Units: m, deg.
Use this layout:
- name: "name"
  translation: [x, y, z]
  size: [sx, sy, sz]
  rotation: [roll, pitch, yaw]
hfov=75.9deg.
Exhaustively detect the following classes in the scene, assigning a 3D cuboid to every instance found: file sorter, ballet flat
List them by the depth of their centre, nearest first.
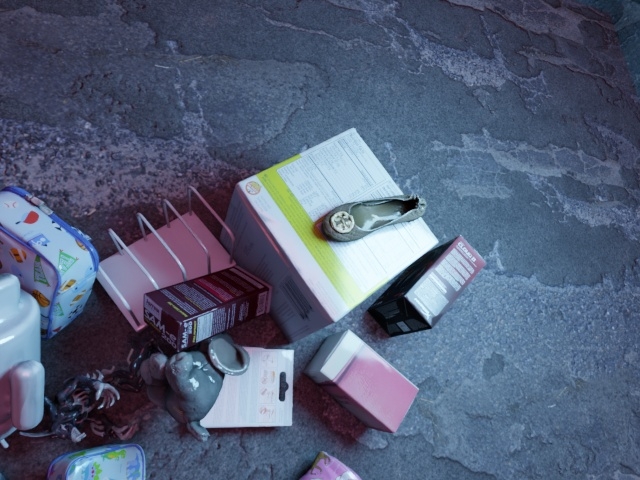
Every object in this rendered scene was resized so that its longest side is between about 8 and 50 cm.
- name: "ballet flat"
  translation: [0.120, -0.055, 0.847]
  size: [0.250, 0.058, 0.084]
  rotation: [-12, 75, -25]
- name: "file sorter"
  translation: [-0.361, 0.034, 0.942]
  size: [0.278, 0.173, 0.193]
  rotation: [-36, 77, -26]

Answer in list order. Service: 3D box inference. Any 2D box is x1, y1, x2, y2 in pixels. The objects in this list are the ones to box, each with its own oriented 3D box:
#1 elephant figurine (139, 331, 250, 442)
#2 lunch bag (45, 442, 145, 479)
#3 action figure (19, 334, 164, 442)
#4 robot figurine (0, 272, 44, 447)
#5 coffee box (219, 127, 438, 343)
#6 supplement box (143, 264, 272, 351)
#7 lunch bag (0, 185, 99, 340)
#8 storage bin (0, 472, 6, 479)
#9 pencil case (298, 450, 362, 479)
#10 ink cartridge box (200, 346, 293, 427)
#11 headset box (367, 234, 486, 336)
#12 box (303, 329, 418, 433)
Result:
- name: "elephant figurine"
  translation: [-0.237, 0.256, 0.877]
  size: [0.239, 0.170, 0.185]
  rotation: [-27, 116, -55]
- name: "lunch bag"
  translation: [-0.421, 0.510, 0.776]
  size: [0.176, 0.090, 0.218]
  rotation: [19, 61, -57]
- name: "action figure"
  translation: [-0.436, 0.321, 0.834]
  size: [0.141, 0.163, 0.276]
  rotation: [28, 50, 28]
- name: "robot figurine"
  translation: [-0.592, 0.208, 0.690]
  size: [0.300, 0.353, 0.200]
  rotation: [22, 24, 14]
- name: "coffee box"
  translation: [0.000, 0.000, 1.006]
  size: [0.335, 0.337, 0.338]
  rotation: [-33, 84, -27]
- name: "supplement box"
  translation: [-0.234, 0.135, 0.880]
  size: [0.130, 0.073, 0.240]
  rotation: [26, 26, 34]
- name: "lunch bag"
  translation: [-0.575, 0.046, 0.802]
  size: [0.243, 0.303, 0.115]
  rotation: [39, 35, -2]
- name: "storage bin"
  translation: [-0.643, 0.489, 0.744]
  size: [0.135, 0.098, 0.091]
  rotation: [-1, 44, -20]
- name: "pencil case"
  translation: [-0.046, 0.647, 0.861]
  size: [0.386, 0.160, 0.167]
  rotation: [-45, 123, -28]
- name: "ink cartridge box"
  translation: [-0.180, 0.348, 0.980]
  size: [0.225, 0.056, 0.180]
  rotation: [9, 68, -21]
- name: "headset box"
  translation: [0.298, 0.121, 1.138]
  size: [0.293, 0.218, 0.110]
  rotation: [-40, 88, -26]
- name: "box"
  translation: [0.097, 0.349, 1.022]
  size: [0.232, 0.148, 0.126]
  rotation: [40, 64, -2]
